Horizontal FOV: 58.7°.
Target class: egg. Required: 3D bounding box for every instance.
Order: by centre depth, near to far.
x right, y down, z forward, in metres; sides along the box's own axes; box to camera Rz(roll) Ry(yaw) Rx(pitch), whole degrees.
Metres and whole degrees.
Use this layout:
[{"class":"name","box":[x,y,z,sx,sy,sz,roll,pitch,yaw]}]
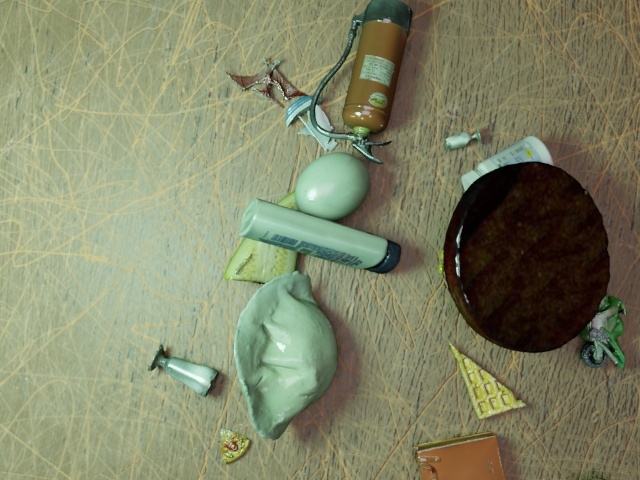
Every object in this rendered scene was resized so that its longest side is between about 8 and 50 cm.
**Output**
[{"class":"egg","box":[0.026,-0.121,1.309,0.192,0.149,0.149,-34,84,-21]}]

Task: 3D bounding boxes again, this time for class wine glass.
[{"class":"wine glass","box":[-0.324,0.307,1.347,0.155,0.072,0.072,23,88,5]},{"class":"wine glass","box":[0.340,-0.238,1.362,0.083,0.042,0.039,-16,47,5]}]

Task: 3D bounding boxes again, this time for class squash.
[{"class":"squash","box":[-0.135,-0.023,1.340,0.169,0.093,0.252,11,86,-35]}]

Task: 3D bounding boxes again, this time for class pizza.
[{"class":"pizza","box":[-0.215,0.484,1.348,0.083,0.025,0.078,-44,87,0]}]

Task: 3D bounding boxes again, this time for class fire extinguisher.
[{"class":"fire extinguisher","box":[0.098,-0.375,1.360,0.200,0.113,0.377,9,85,32]}]

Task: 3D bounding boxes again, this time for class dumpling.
[{"class":"dumpling","box":[-0.098,0.266,1.278,0.269,0.212,0.321,-11,69,-33]}]

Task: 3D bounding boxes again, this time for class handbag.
[{"class":"handbag","box":[0.316,0.520,1.298,0.190,0.063,0.127,-10,86,0]}]

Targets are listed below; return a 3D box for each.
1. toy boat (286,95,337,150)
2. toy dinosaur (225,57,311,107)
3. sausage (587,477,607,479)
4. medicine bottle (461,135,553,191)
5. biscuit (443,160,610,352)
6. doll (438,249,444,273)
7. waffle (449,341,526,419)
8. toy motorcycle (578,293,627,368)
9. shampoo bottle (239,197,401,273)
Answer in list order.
[{"class":"toy boat","box":[-0.012,-0.295,1.387,0.149,0.034,0.105,30,89,5]},{"class":"toy dinosaur","box":[-0.128,-0.392,1.403,0.220,0.032,0.108,14,84,2]},{"class":"sausage","box":[0.554,0.633,1.257,0.109,0.109,0.270,44,90,5]},{"class":"medicine bottle","box":[0.431,-0.156,1.316,0.186,0.103,0.103,-28,85,1]},{"class":"biscuit","box":[0.441,0.035,1.224,0.406,0.091,0.408,1,86,-18]},{"class":"doll","box":[0.372,0.054,1.312,0.188,0.096,0.145,31,80,9]},{"class":"waffle","box":[0.387,0.307,1.320,0.125,0.032,0.191,-18,86,4]},{"class":"toy motorcycle","box":[0.646,0.196,1.300,0.106,0.074,0.190,2,86,-5]},{"class":"shampoo bottle","box":[0.000,0.000,1.277,0.359,0.134,0.078,16,65,-21]}]
